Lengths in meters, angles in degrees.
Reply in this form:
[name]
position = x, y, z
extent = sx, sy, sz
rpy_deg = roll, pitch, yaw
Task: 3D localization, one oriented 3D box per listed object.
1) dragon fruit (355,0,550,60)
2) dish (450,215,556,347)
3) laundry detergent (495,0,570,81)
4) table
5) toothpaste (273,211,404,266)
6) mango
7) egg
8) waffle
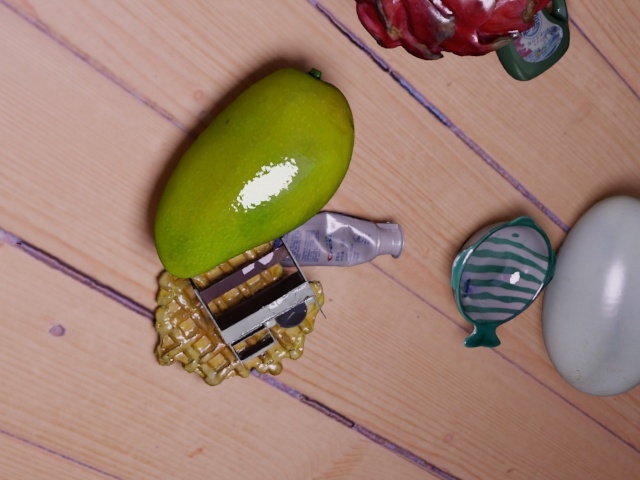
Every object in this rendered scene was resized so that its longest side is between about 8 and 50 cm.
[dragon fruit]
position = 0.168, -0.386, 1.473
extent = 0.329, 0.329, 0.329
rpy_deg = -15, 122, -25
[dish]
position = 0.288, 0.058, 1.934
extent = 0.224, 0.078, 0.246
rpy_deg = 3, 113, -33
[laundry detergent]
position = 0.311, -0.358, 1.732
extent = 0.137, 0.063, 0.211
rpy_deg = -36, 127, -13
[table]
position = -0.085, 0.091, 1.648
extent = 0.146, 0.062, 0.175
rpy_deg = -31, 117, -4
[toothpaste]
position = 0.000, 0.000, 1.746
extent = 0.266, 0.061, 0.096
rpy_deg = 0, 117, -24
[mango]
position = -0.092, -0.083, 1.564
extent = 0.343, 0.156, 0.192
rpy_deg = -45, 102, -1
[egg]
position = 0.509, 0.098, 1.999
extent = 0.230, 0.230, 0.371
rpy_deg = -7, 112, -29
[waffle]
position = -0.119, 0.095, 1.702
extent = 0.291, 0.051, 0.291
rpy_deg = -8, 116, -18
